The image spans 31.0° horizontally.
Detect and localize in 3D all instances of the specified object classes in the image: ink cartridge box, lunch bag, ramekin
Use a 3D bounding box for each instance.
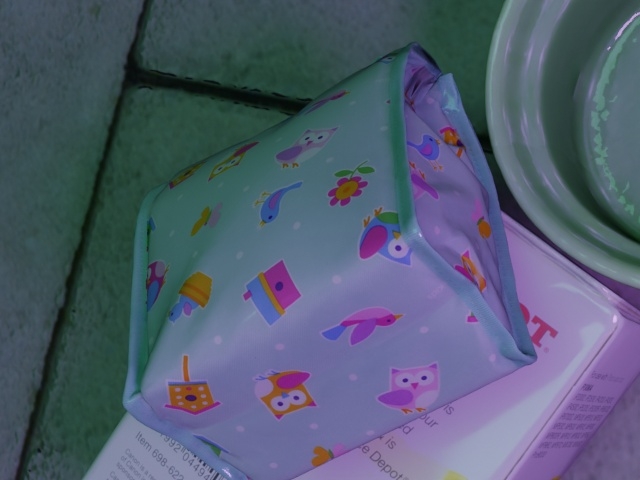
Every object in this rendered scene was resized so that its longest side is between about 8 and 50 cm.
[{"bbox_3d":[0.035,0.134,0.891,0.279,0.160,0.385,40,101,27],"label":"ink cartridge box"},{"bbox_3d":[0.000,0.000,0.748,0.223,0.160,0.262,-30,35,21],"label":"lunch bag"},{"bbox_3d":[0.282,-0.102,0.804,0.303,0.148,0.303,-5,79,28],"label":"ramekin"}]
